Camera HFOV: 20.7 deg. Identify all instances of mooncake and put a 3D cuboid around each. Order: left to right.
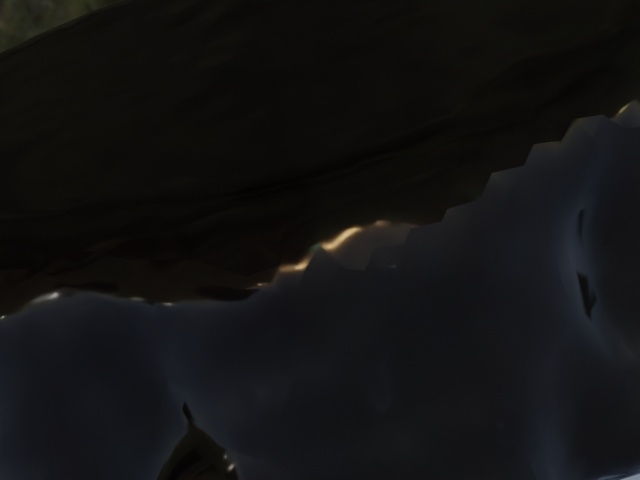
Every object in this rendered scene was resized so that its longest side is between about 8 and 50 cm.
[{"bbox_3d":[0.000,0.000,0.545,0.283,0.141,0.283,-13,-154,7],"label":"mooncake"}]
